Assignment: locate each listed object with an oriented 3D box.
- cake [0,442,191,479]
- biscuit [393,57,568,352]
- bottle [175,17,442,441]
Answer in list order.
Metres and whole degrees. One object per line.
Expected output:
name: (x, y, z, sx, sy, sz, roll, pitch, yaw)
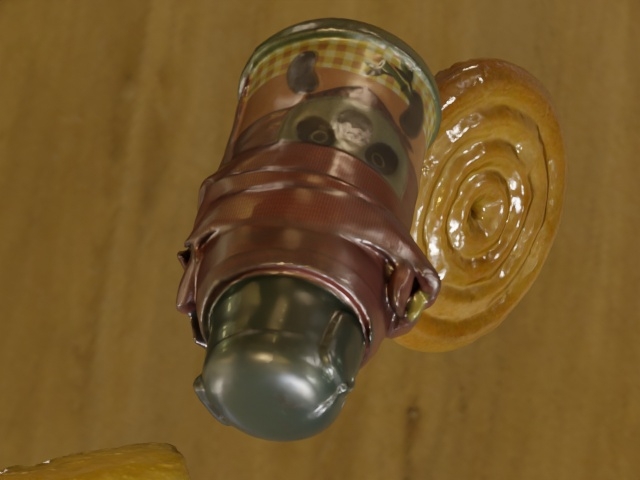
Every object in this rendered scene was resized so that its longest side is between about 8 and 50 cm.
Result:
cake: (-0.033, 0.106, 0.366, 0.185, 0.116, 0.079, 23, 107, 35)
biscuit: (0.125, -0.026, 1.546, 0.037, 0.262, 0.262, 24, 84, 42)
bottle: (0.000, 0.000, 1.102, 0.156, 0.143, 0.271, -11, 43, 24)
